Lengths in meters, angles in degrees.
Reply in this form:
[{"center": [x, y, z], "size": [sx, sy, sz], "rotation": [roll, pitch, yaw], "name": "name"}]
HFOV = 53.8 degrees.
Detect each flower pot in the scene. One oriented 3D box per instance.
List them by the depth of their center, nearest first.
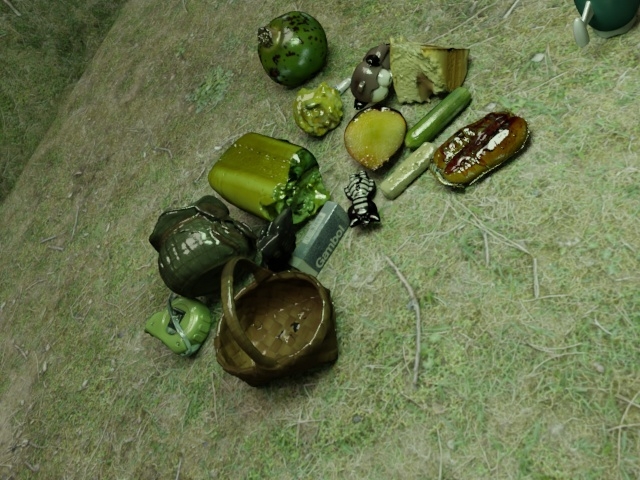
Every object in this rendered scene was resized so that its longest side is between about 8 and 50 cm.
[{"center": [-0.330, 0.017, 1.826], "size": [0.302, 0.302, 0.213], "rotation": [-36, 72, 10], "name": "flower pot"}]

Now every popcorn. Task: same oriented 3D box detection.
[{"center": [-0.007, -0.421, 2.011], "size": [0.173, 0.142, 0.173], "rotation": [-32, 46, 40], "name": "popcorn"}]

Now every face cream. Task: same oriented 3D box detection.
[{"center": [0.052, -0.490, 2.088], "size": [0.130, 0.034, 0.034], "rotation": [-40, 45, 5], "name": "face cream"}]

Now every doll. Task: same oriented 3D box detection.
[{"center": [0.115, -0.111, 1.755], "size": [0.091, 0.067, 0.219], "rotation": [-13, 45, 10], "name": "doll"}, {"center": [0.167, -0.505, 1.910], "size": [0.117, 0.182, 0.257], "rotation": [20, 41, 7], "name": "doll"}]

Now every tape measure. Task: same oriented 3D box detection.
[{"center": [-0.408, 0.247, 1.851], "size": [0.200, 0.106, 0.175], "rotation": [27, 81, 42], "name": "tape measure"}]

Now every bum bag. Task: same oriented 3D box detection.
[{"center": [-0.112, 0.011, 1.694], "size": [0.095, 0.340, 0.144], "rotation": [30, 76, 5], "name": "bum bag"}]

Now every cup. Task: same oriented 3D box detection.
[{"center": [0.728, -0.611, 1.589], "size": [0.167, 0.173, 0.299], "rotation": [27, 77, 44], "name": "cup"}]

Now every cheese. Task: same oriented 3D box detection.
[{"center": [0.245, -0.193, 1.738], "size": [0.194, 0.043, 0.065], "rotation": [-45, 40, 3], "name": "cheese"}]

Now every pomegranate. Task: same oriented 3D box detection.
[{"center": [-0.107, -0.664, 2.171], "size": [0.254, 0.271, 0.254], "rotation": [-5, 84, 45], "name": "pomegranate"}]

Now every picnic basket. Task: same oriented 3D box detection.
[{"center": [-0.146, 0.188, 1.559], "size": [0.337, 0.337, 0.293], "rotation": [-24, 49, 20], "name": "picnic basket"}]

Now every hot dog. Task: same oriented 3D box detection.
[{"center": [0.405, -0.242, 1.629], "size": [0.270, 0.082, 0.162], "rotation": [-35, 44, 12], "name": "hot dog"}]

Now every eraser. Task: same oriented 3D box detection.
[{"center": [0.000, 0.000, 1.741], "size": [0.046, 0.092, 0.212], "rotation": [23, 75, 42], "name": "eraser"}]

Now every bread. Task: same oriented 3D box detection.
[{"center": [0.318, -0.532, 1.810], "size": [0.184, 0.224, 0.211], "rotation": [21, 66, 36], "name": "bread"}, {"center": [-0.157, -0.179, 1.894], "size": [0.377, 0.208, 0.251], "rotation": [25, 64, 43], "name": "bread"}]

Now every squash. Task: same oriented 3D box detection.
[{"center": [0.327, -0.341, 1.767], "size": [0.229, 0.066, 0.066], "rotation": [-44, 45, 0], "name": "squash"}]

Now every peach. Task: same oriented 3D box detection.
[{"center": [0.166, -0.288, 1.841], "size": [0.189, 0.068, 0.279], "rotation": [-11, 50, 20], "name": "peach"}]
